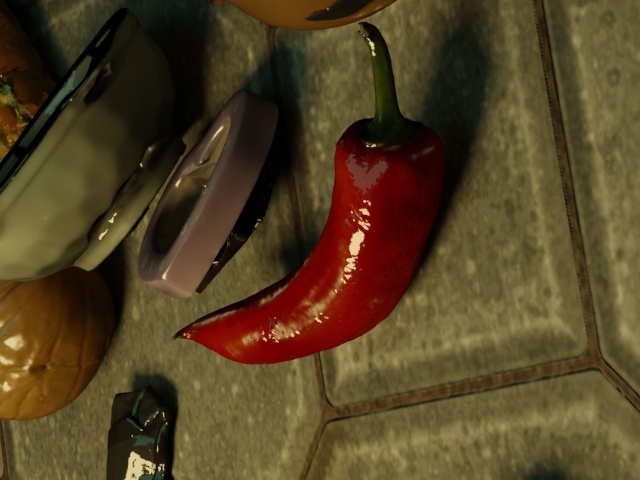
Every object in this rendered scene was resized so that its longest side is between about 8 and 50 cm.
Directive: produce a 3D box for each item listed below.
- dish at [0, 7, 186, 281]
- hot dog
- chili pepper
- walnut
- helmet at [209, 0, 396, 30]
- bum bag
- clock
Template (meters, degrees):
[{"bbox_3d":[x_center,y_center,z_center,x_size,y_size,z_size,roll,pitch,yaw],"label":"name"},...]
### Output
[{"bbox_3d":[-0.208,-0.063,1.696,0.303,0.120,0.303,-50,13,16],"label":"dish"},{"bbox_3d":[-0.328,-0.173,1.963,0.269,0.072,0.115,53,125,39],"label":"hot dog"},{"bbox_3d":[0.003,0.007,1.457,0.137,0.092,0.368,35,129,3],"label":"chili pepper"},{"bbox_3d":[-0.284,0.083,1.841,0.207,0.167,0.167,-58,48,38],"label":"walnut"},{"bbox_3d":[0.030,-0.232,1.363,0.224,0.130,0.198,-60,9,-5],"label":"helmet"},{"bbox_3d":[-0.177,0.229,1.795,0.087,0.049,0.198,19,108,48],"label":"bum bag"},{"bbox_3d":[-0.088,-0.021,1.604,0.198,0.064,0.172,-48,22,46],"label":"clock"}]
